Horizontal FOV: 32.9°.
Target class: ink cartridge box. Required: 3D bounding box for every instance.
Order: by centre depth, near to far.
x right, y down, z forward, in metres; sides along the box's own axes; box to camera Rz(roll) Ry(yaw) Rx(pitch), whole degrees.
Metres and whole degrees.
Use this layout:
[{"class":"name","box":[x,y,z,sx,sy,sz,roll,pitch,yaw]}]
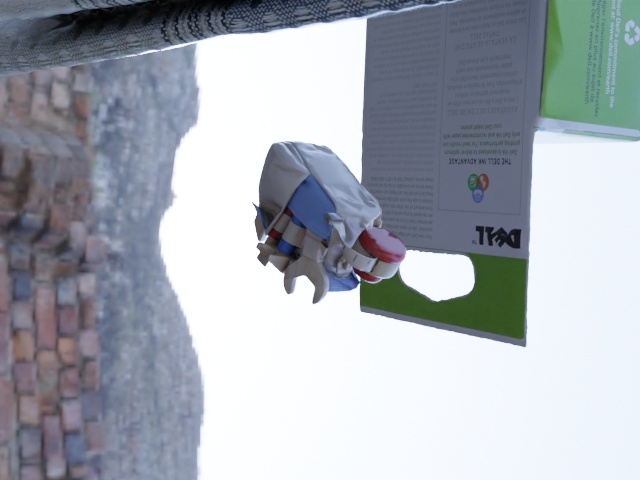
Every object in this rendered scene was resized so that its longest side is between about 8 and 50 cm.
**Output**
[{"class":"ink cartridge box","box":[0.114,-0.069,0.728,0.189,0.097,0.255,7,-84,58]}]

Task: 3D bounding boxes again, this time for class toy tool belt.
[{"class":"toy tool belt","box":[0.000,0.000,0.439,0.083,0.052,0.051,53,-54,39]}]

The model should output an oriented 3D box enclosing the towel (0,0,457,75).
[{"class":"towel","box":[0.006,-0.184,0.558,0.324,0.312,0.056,-1,-56,40]}]
